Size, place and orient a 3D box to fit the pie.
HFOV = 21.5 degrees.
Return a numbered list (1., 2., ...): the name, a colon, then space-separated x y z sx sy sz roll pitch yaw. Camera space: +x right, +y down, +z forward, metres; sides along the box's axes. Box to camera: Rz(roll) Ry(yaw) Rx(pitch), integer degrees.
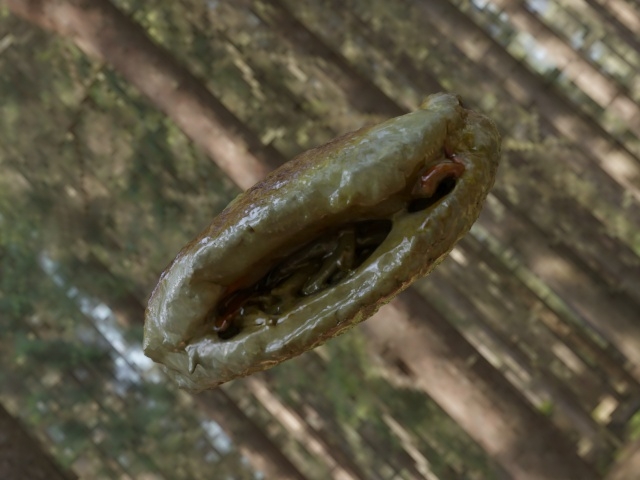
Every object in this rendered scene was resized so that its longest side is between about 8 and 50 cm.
1. pie: 0.000 0.000 0.838 0.205 0.084 0.179 -35 2 1
